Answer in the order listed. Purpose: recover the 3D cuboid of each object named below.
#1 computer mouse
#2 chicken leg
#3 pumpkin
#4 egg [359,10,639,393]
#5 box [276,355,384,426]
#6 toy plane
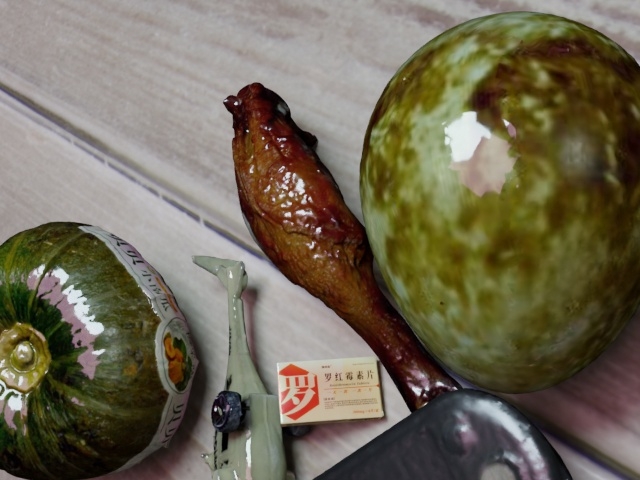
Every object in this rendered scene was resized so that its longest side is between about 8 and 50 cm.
[{"bbox_3d":[0.087,0.232,0.722,0.269,0.100,0.170,-36,58,24],"label":"computer mouse"},{"bbox_3d":[0.000,0.000,0.836,0.096,0.158,0.407,-37,60,8],"label":"chicken leg"},{"bbox_3d":[-0.253,0.117,0.936,0.261,0.189,0.260,-1,85,15],"label":"pumpkin"},{"bbox_3d":[0.148,-0.030,0.698,0.238,0.238,0.289,-10,69,29],"label":"egg"},{"bbox_3d":[0.008,0.136,0.832,0.093,0.015,0.058,-3,64,-6],"label":"box"},{"bbox_3d":[-0.076,0.140,0.877,0.108,0.092,0.286,-32,56,48],"label":"toy plane"}]
